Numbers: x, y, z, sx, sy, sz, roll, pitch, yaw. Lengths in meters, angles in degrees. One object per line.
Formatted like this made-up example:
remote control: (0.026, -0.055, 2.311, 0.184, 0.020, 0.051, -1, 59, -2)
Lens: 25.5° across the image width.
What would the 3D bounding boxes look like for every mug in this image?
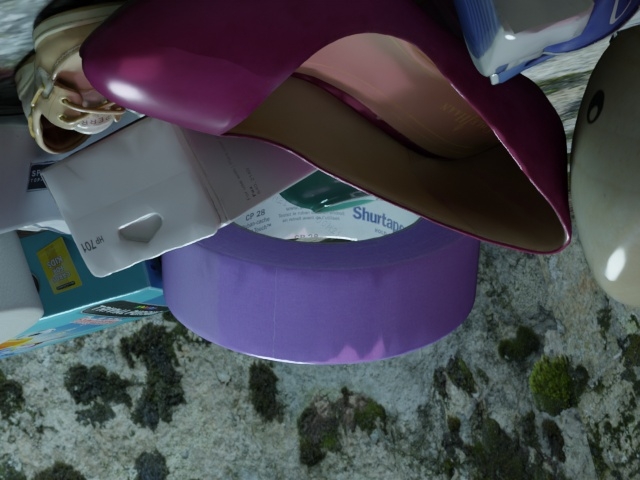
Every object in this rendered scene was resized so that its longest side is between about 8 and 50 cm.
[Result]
mug: (0.031, -0.081, 1.133, 0.158, 0.097, 0.129, -16, 175, 25)

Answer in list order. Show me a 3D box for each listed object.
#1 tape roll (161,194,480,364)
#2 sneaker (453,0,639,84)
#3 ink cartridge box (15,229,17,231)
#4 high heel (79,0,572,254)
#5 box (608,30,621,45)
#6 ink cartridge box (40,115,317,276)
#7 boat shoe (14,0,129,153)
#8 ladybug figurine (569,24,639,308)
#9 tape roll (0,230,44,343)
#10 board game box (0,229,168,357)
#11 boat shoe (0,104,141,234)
tape roll: (0.000, 0.000, 1.218, 0.275, 0.090, 0.275, 2, -153, -1)
sneaker: (0.137, -0.153, 0.597, 0.182, 0.127, 0.315, -19, -179, 10)
ink cartridge box: (-0.396, 0.007, 1.111, 0.296, 0.066, 0.261, -12, 174, -20)
high heel: (0.032, -0.062, 0.788, 0.127, 0.181, 0.377, -36, 166, 36)
box: (0.298, -0.160, 1.209, 0.083, 0.062, 0.052, -14, 174, 3)
ink cartridge box: (-0.061, -0.061, 0.911, 0.140, 0.082, 0.191, -19, -171, 43)
boat shoe: (-0.133, -0.089, 0.803, 0.063, 0.059, 0.170, -12, 175, -21)
ladybug figurine: (0.345, -0.117, 0.896, 0.449, 0.162, 0.305, -25, 153, -10)
tape roll: (-0.398, 0.086, 1.033, 0.392, 0.072, 0.392, -21, 175, -2)
board game box: (-0.293, 0.061, 1.342, 0.336, 0.079, 0.254, -16, 174, 7)
boat shoe: (-0.202, -0.047, 0.949, 0.088, 0.096, 0.267, 14, -167, 22)
